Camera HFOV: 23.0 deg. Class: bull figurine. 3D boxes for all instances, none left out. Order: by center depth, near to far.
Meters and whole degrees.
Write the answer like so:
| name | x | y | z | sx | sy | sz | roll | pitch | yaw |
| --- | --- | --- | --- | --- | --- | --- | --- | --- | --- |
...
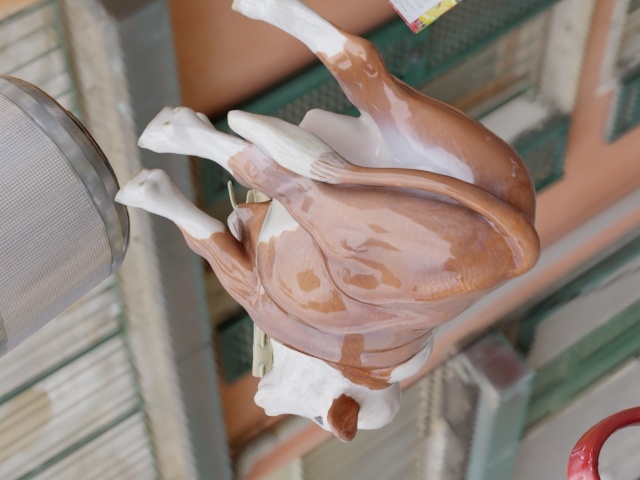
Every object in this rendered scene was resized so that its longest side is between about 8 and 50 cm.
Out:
| name | x | y | z | sx | sy | sz | roll | pitch | yaw |
| --- | --- | --- | --- | --- | --- | --- | --- | --- | --- |
| bull figurine | 0.000 | 0.000 | 0.758 | 0.188 | 0.101 | 0.310 | 36 | 155 | -3 |

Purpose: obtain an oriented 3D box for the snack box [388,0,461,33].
| name | x | y | z | sx | sy | sz | roll | pitch | yaw |
| --- | --- | --- | --- | --- | --- | --- | --- | --- | --- |
| snack box | 0.093 | -0.153 | 0.651 | 0.037 | 0.141 | 0.100 | 50 | 143 | -9 |

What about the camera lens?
| name | x | y | z | sx | sy | sz | roll | pitch | yaw |
| --- | --- | --- | --- | --- | --- | --- | --- | --- | --- |
| camera lens | -0.325 | -0.001 | 1.407 | 0.219 | 0.274 | 0.219 | 37 | 150 | 25 |

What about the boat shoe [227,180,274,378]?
| name | x | y | z | sx | sy | sz | roll | pitch | yaw |
| --- | --- | --- | --- | --- | --- | --- | --- | --- | --- |
| boat shoe | -0.060 | 0.025 | 1.834 | 0.104 | 0.089 | 0.285 | -90 | -10 | -81 |

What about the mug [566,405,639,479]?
| name | x | y | z | sx | sy | sz | roll | pitch | yaw |
| --- | --- | --- | --- | --- | --- | --- | --- | --- | --- |
| mug | 0.221 | 0.153 | 0.863 | 0.113 | 0.169 | 0.150 | 6 | 124 | 44 |
